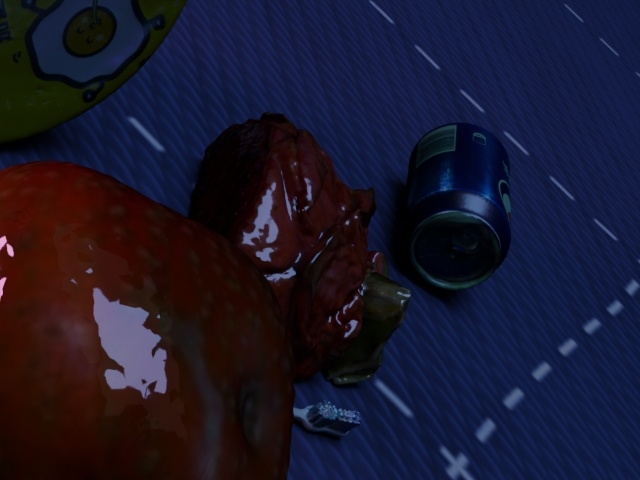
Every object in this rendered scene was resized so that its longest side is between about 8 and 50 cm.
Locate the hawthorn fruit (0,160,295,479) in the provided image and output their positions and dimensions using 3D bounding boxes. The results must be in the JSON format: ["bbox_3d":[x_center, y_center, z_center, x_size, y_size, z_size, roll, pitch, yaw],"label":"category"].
[{"bbox_3d":[-0.144,0.109,0.773,0.275,0.275,0.299,15,47,-38],"label":"hawthorn fruit"}]

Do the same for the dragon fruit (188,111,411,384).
[{"bbox_3d":[0.000,0.000,1.210,0.205,0.152,0.317,31,29,-20],"label":"dragon fruit"}]

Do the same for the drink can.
[{"bbox_3d":[0.147,-0.038,1.477,0.118,0.118,0.205,34,30,-12],"label":"drink can"}]

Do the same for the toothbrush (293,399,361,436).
[{"bbox_3d":[-0.098,0.108,1.071,0.304,0.030,0.030,20,34,-28],"label":"toothbrush"}]

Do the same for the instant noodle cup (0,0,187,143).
[{"bbox_3d":[-0.292,-0.275,1.111,0.326,0.325,0.254,4,35,-48],"label":"instant noodle cup"}]
